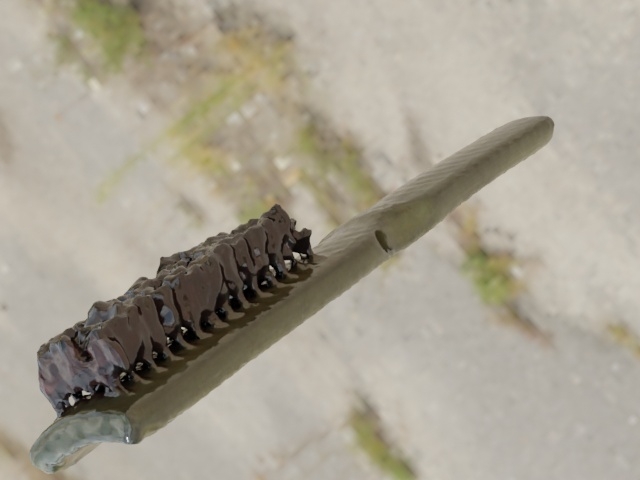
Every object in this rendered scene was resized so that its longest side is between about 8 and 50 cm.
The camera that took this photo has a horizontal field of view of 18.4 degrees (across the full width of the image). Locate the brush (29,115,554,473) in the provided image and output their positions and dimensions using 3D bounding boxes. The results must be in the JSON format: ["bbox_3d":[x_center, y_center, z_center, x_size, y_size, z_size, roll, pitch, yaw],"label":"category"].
[{"bbox_3d":[0.000,0.000,0.582,0.043,0.248,0.036,-19,98,38],"label":"brush"}]
